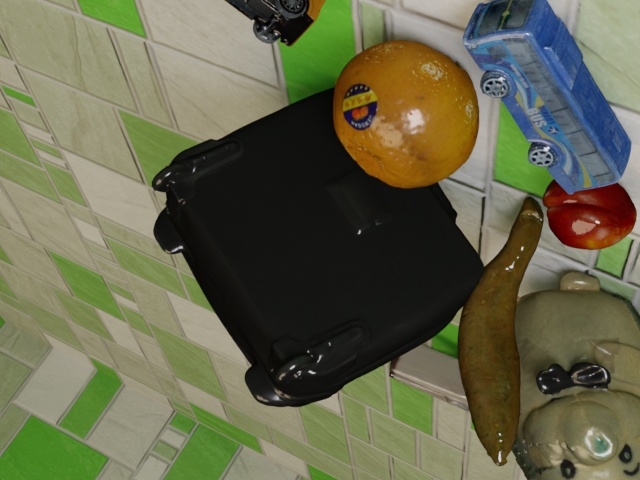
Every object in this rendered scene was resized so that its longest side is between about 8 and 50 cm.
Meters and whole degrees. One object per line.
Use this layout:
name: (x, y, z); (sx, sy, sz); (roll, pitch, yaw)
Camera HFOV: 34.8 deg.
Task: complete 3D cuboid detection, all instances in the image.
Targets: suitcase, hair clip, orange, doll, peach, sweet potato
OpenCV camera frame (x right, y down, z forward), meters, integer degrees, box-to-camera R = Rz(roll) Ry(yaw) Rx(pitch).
suitcase: (0.000, 0.000, 1.286); (0.345, 0.339, 0.188); (55, 160, 18)
hair clip: (0.280, 0.262, 1.772); (0.330, 0.085, 0.101); (20, 155, 11)
orange: (0.098, -0.145, 1.170); (0.177, 0.155, 0.178); (31, 151, 20)
doll: (0.333, 0.216, 1.335); (0.247, 0.350, 0.247); (-5, 150, -3)
peach: (0.314, -0.037, 1.186); (0.100, 0.101, 0.101); (26, 154, 14)
sweet potato: (0.225, 0.114, 1.284); (0.079, 0.346, 0.108); (23, 158, -31)

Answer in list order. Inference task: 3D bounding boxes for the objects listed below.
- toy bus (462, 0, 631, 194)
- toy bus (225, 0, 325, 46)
toy bus: (0.245, -0.155, 1.084); (0.094, 0.079, 0.236); (-14, 130, 37)
toy bus: (-0.084, -0.305, 1.125); (0.194, 0.088, 0.083); (35, 155, -14)
